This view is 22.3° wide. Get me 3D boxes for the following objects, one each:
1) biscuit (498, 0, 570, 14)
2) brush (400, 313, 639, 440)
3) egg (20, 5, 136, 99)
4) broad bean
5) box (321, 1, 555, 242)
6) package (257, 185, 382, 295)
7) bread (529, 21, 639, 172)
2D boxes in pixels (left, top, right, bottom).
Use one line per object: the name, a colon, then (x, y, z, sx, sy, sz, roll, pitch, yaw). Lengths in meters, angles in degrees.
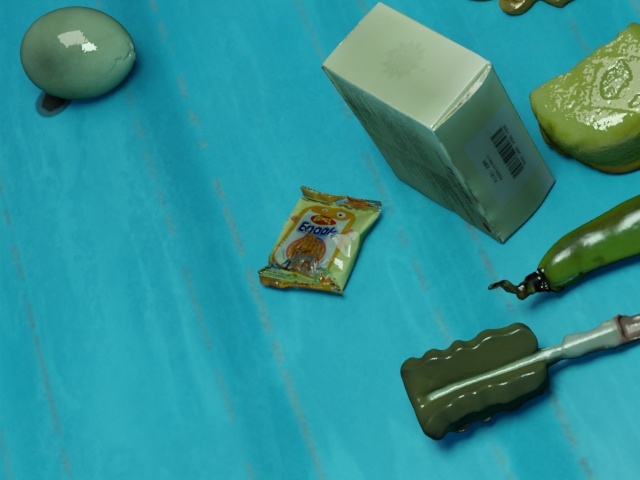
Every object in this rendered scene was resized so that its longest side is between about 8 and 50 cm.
biscuit: (0.222, -0.314, 1.813, 0.184, 0.027, 0.133, 26, 76, 37)
brush: (0.227, 0.104, 1.529, 0.301, 0.071, 0.084, -20, 69, 5)
egg: (-0.295, -0.228, 1.973, 0.152, 0.114, 0.114, 2, 62, 24)
broad bean: (0.318, -0.014, 1.551, 0.325, 0.067, 0.075, -26, 21, 13)
box: (0.121, -0.116, 1.618, 0.095, 0.212, 0.168, -47, 51, -7)
package: (-0.001, 0.002, 1.724, 0.108, 0.031, 0.120, 12, 66, 33)
bread: (0.294, -0.134, 1.624, 0.156, 0.086, 0.125, -30, 61, 12)
